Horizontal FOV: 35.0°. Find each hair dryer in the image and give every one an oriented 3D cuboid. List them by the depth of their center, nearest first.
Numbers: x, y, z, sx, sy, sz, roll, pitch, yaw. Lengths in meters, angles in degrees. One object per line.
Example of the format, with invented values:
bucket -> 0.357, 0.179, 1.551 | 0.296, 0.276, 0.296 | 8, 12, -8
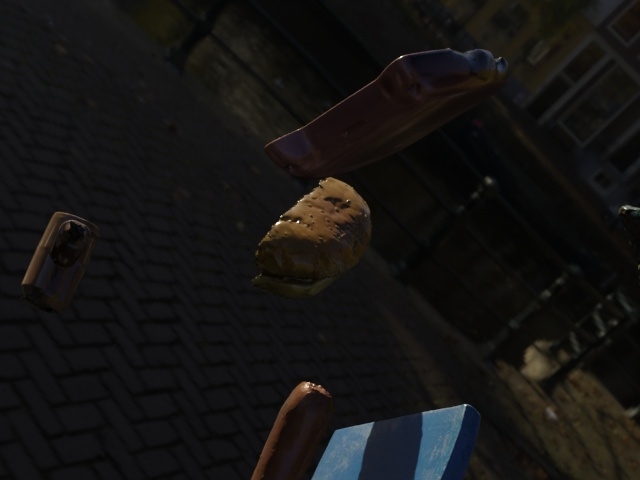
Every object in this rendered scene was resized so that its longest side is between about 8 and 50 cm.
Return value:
hair dryer -> -0.296, 0.013, 1.171 | 0.064, 0.117, 0.181 | 24, -21, -12

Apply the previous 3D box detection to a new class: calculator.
calculator -> 0.088, -0.130, 1.055 | 0.048, 0.220, 0.329 | 61, 27, 5

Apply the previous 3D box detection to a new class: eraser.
eraser -> 0.097, 0.321, 1.452 | 0.042, 0.312, 0.144 | 41, 55, -19

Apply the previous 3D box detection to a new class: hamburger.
hamburger -> 0.000, 0.000, 1.541 | 0.131, 0.124, 0.262 | 22, 37, 22

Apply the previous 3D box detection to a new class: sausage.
sausage -> -0.036, 0.197, 0.804 | 0.040, 0.177, 0.047 | 29, -12, -22

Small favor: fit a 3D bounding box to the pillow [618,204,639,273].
pillow -> 0.491, 0.078, 1.363 | 0.189, 0.034, 0.255 | 33, -35, 64
